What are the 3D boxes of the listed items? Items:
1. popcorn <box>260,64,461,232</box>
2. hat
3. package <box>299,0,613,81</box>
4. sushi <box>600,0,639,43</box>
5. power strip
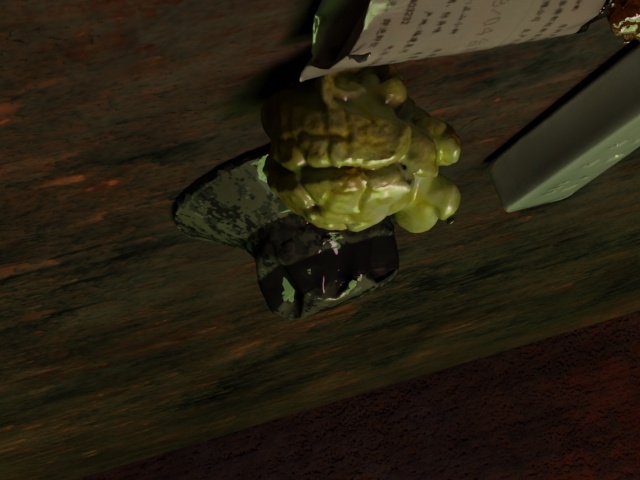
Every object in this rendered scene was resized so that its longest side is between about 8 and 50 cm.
[{"bbox_3d":[0.024,-0.069,1.207,0.135,0.162,0.141,-45,-145,-13],"label":"popcorn"},{"bbox_3d":[0.000,0.000,1.456,0.266,0.128,0.265,-17,169,-3],"label":"hat"},{"bbox_3d":[0.114,-0.177,1.062,0.204,0.062,0.251,-13,162,-24],"label":"package"},{"bbox_3d":[0.260,-0.178,1.268,0.060,0.061,0.118,-20,149,41],"label":"sushi"},{"bbox_3d":[0.285,-0.125,1.480,0.091,0.062,0.385,-14,166,-30],"label":"power strip"}]
